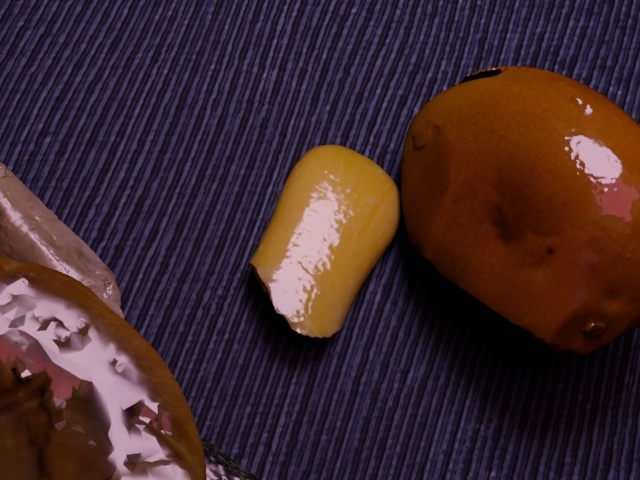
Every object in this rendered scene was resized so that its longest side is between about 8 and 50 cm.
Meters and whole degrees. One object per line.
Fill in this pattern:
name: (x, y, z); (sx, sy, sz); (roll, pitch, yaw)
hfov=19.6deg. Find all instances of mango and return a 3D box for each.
mango: (0.161, -0.033, 1.334); (0.236, 0.166, 0.136); (35, 9, 27)

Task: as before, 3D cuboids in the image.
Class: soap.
soap: (0.000, 0.000, 1.323); (0.089, 0.033, 0.168); (30, 55, 2)

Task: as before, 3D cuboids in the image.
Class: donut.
donut: (-0.240, 0.168, 1.060); (0.360, 0.170, 0.360); (11, 52, -15)

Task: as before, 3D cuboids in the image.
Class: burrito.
burrito: (-0.204, -0.005, 1.246); (0.188, 0.045, 0.058); (44, 63, 7)

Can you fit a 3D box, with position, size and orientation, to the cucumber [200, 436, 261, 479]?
cucumber: (-0.012, 0.197, 1.194); (0.215, 0.052, 0.058); (32, 27, -2)
